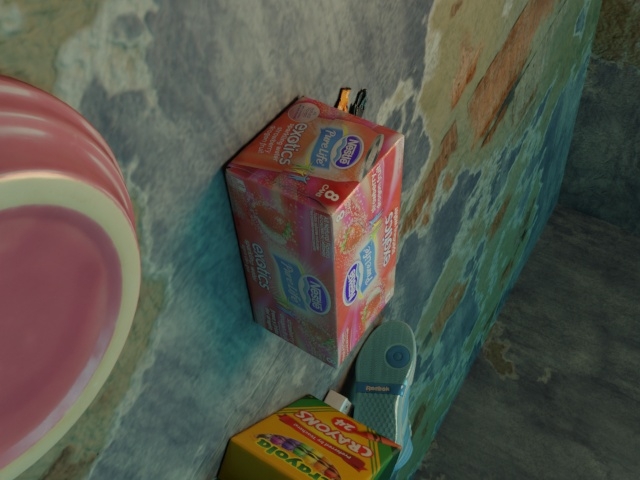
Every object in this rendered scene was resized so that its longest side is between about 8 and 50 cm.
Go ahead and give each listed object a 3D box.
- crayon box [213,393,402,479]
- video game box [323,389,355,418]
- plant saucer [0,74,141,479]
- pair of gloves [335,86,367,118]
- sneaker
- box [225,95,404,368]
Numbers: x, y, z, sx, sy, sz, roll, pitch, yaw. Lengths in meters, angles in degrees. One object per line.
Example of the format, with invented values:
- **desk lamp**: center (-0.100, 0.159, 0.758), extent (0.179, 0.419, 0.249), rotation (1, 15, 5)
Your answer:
- **crayon box**: center (-0.019, 0.365, 1.074), extent (0.318, 0.202, 0.081), rotation (-9, 120, -64)
- **video game box**: center (0.008, 0.424, 1.390), extent (0.205, 0.048, 0.187), rotation (-59, 154, -14)
- **plant saucer**: center (-0.239, 0.058, 0.446), extent (0.332, 0.084, 0.332), rotation (-46, 151, -35)
- **pair of gloves**: center (0.039, -0.170, 0.902), extent (0.083, 0.010, 0.074), rotation (-19, 130, -60)
- **sneaker**: center (0.146, 0.347, 1.447), extent (0.208, 0.127, 0.319), rotation (60, 41, -59)
- **box**: center (0.000, 0.000, 0.821), extent (0.154, 0.142, 0.300), rotation (-48, 152, -32)
